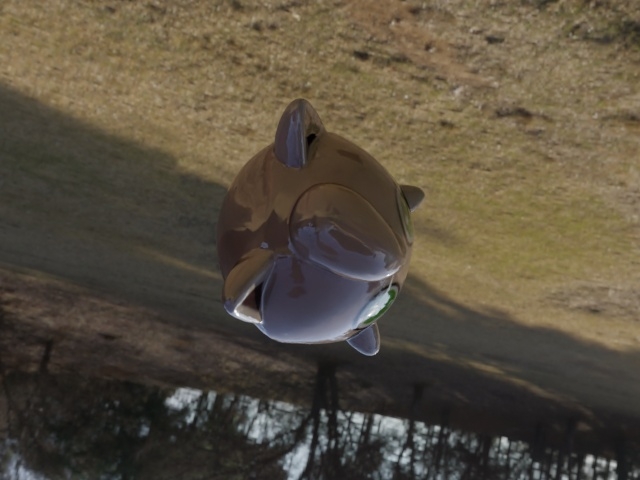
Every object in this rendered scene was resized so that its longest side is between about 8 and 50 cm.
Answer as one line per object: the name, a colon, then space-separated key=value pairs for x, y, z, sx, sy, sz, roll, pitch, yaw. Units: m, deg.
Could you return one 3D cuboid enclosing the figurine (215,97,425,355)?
figurine: x=0.000 y=0.000 z=0.416 sx=0.125 sy=0.125 sz=0.138 roll=8 pitch=165 yaw=25
